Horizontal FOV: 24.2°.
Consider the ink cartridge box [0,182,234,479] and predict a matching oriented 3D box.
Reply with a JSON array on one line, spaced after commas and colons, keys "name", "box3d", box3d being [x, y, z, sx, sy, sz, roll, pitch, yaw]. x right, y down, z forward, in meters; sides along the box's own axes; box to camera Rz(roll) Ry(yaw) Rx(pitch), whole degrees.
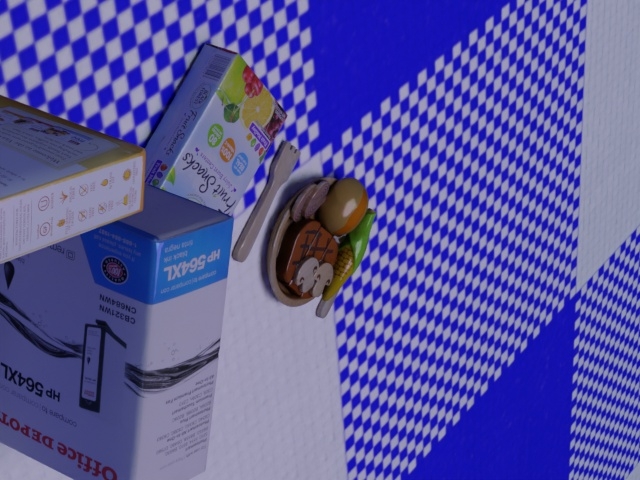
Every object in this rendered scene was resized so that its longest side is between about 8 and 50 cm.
[{"name": "ink cartridge box", "box3d": [-0.151, 0.063, 1.047, 0.086, 0.148, 0.203, -20, 124, -53]}]

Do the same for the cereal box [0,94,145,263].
[{"name": "cereal box", "box3d": [-0.240, -0.029, 0.832, 0.240, 0.173, 0.047, -24, 128, -49]}]

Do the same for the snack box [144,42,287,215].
[{"name": "snack box", "box3d": [-0.090, -0.068, 1.172, 0.141, 0.037, 0.100, -61, 147, -13]}]

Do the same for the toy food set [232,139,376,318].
[{"name": "toy food set", "box3d": [0.000, 0.000, 1.350, 0.192, 0.038, 0.132, 36, 77, -58]}]
